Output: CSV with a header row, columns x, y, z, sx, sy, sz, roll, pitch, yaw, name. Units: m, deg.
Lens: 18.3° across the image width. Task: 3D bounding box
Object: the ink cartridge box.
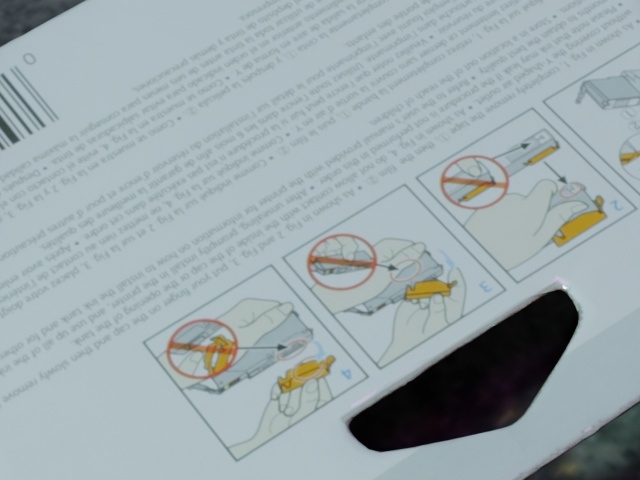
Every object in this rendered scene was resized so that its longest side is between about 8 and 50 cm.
x,y,z,sx,sy,sz,roll,pitch,yaw,name
0.000,0.000,0.644,0.275,0.060,0.239,-31,59,-16,ink cartridge box
